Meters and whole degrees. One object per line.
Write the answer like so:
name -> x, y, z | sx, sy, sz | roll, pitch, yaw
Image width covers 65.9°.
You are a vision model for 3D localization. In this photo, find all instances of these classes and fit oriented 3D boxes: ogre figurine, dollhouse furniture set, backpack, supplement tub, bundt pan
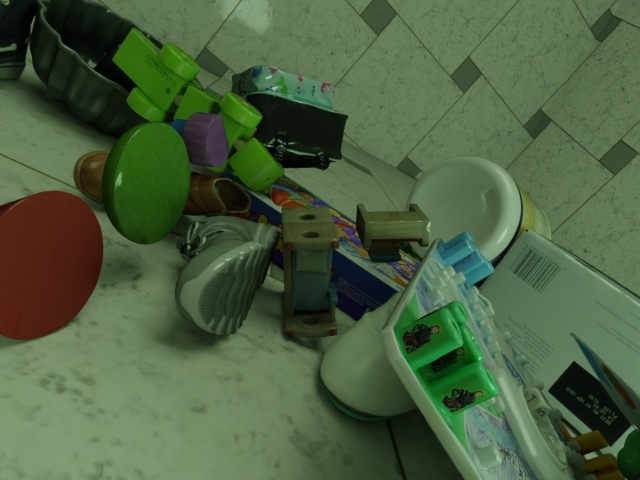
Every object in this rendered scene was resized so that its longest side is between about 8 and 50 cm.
ogre figurine -> 0.248, 0.016, 1.216 | 0.197, 0.096, 0.118 | -2, 47, -42
dollhouse furniture set -> 0.044, 0.034, 0.633 | 0.184, 0.129, 0.129 | -2, 23, -4
backpack -> -0.098, -0.226, 0.968 | 0.225, 0.191, 0.254 | 4, -2, -34
supplement tub -> 0.361, -0.022, 1.092 | 0.331, 0.241, 0.241 | 22, 18, -48
bundt pan -> -0.389, -0.309, 0.945 | 0.331, 0.124, 0.330 | 35, 25, -19

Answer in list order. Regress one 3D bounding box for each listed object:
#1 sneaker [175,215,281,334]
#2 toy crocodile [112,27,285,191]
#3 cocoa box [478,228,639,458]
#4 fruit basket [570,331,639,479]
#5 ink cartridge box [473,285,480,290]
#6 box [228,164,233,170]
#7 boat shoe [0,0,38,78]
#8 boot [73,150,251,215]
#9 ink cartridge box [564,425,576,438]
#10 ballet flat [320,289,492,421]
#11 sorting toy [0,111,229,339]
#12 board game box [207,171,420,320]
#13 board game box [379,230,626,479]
sneaker -> -0.126, 0.029, 0.585 | 0.115, 0.105, 0.281 | 18, 8, 0
toy crocodile -> -0.194, -0.210, 0.789 | 0.341, 0.115, 0.105 | 40, 16, 8
cocoa box -> 0.486, 0.179, 0.912 | 0.228, 0.231, 0.347 | 13, 25, -47
fruit basket -> 0.389, 0.288, 0.485 | 0.327, 0.165, 0.353 | 54, 5, -8
ink cartridge box -> 0.451, 0.023, 1.329 | 0.122, 0.211, 0.289 | 16, 22, -42
box -> -0.183, -0.241, 1.193 | 0.153, 0.108, 0.207 | 21, 19, -29
boat shoe -> -0.553, -0.335, 0.754 | 0.127, 0.158, 0.340 | 25, 17, -16
boot -> -0.200, -0.073, 0.654 | 0.152, 0.072, 0.197 | 8, 1, 29
ink cartridge box -> 0.319, 0.265, 0.739 | 0.063, 0.029, 0.115 | 11, 27, -49
ballet flat -> 0.139, 0.121, 0.667 | 0.139, 0.139, 0.400 | 40, 20, 28
sorting toy -> -0.231, -0.055, 0.505 | 0.126, 0.127, 0.365 | 11, 35, 15
board game box -> 0.000, 0.000, 0.869 | 0.347, 0.078, 0.233 | 34, 17, 10
board game box -> 0.220, 0.183, 0.489 | 0.389, 0.050, 0.390 | 57, 21, 2
